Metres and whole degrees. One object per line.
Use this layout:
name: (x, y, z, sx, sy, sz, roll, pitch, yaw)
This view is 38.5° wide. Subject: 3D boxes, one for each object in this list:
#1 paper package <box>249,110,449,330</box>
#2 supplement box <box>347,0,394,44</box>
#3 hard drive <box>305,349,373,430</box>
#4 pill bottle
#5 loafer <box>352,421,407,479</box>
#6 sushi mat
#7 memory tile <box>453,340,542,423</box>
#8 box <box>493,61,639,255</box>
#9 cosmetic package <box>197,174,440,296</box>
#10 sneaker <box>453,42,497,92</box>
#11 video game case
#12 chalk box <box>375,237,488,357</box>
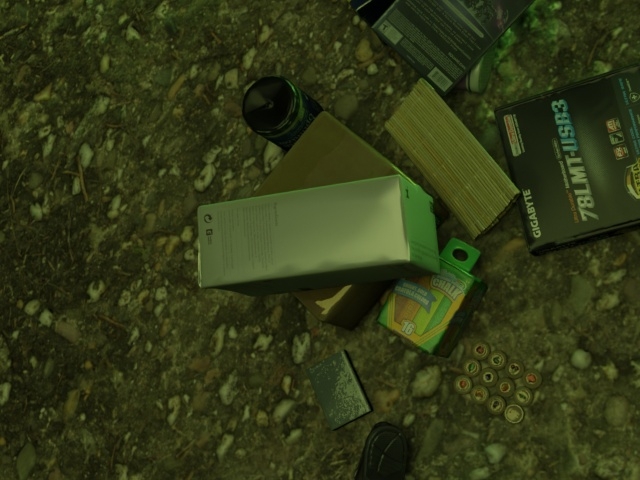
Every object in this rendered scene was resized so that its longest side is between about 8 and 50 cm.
paper package: (0.033, -0.036, 1.819, 0.309, 0.168, 0.325, 42, 97, 21)
supplement box: (0.097, -0.619, 1.879, 0.195, 0.194, 0.357, -33, 70, 14)
hard drive: (0.037, 0.299, 1.836, 0.094, 0.022, 0.135, -30, 71, 15)
pill bottle: (-0.061, -0.247, 1.865, 0.122, 0.219, 0.123, -4, 79, 22)
loafer: (0.103, 0.496, 1.752, 0.109, 0.095, 0.303, 12, 90, -6)
sushi mat: (0.252, -0.159, 1.792, 0.317, 0.019, 0.151, 55, 132, 22)
memory tile: (0.332, 0.267, 1.725, 0.148, 0.012, 0.113, 28, 92, 24)
box: (0.498, -0.148, 1.700, 0.293, 0.073, 0.296, -15, 75, 19)
cosmetic package: (0.000, 0.000, 1.623, 0.384, 0.217, 0.156, -7, 80, 23)
sneaker: (0.281, -0.445, 1.826, 0.161, 0.102, 0.282, 17, 88, 27)
video game case: (0.258, -0.438, 1.731, 0.196, 0.026, 0.274, 42, 104, -8)
chalk box: (0.224, 0.098, 1.734, 0.132, 0.132, 0.213, 29, 92, 24)
